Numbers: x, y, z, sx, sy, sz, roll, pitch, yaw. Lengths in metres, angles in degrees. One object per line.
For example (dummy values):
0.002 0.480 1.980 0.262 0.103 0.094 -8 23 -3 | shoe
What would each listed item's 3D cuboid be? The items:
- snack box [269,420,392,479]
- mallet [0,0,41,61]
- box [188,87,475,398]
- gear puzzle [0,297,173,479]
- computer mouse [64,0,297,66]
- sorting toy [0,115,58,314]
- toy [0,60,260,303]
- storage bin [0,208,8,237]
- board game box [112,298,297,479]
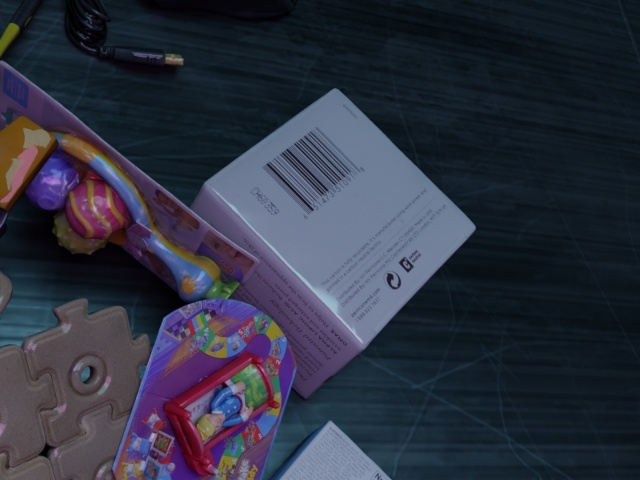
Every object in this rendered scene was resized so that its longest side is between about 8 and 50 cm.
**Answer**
0.060 0.310 0.681 0.322 0.060 0.187 44 53 3 | snack box
-0.277 -0.175 0.827 0.039 0.062 0.189 25 39 -13 | mallet
0.000 0.000 0.800 0.182 0.119 0.181 45 52 4 | box
-0.188 0.131 0.636 0.339 0.044 0.175 -21 109 -41 | gear puzzle
-0.129 -0.250 0.924 0.262 0.060 0.184 3 60 -25 | computer mouse
-0.324 0.014 0.602 0.229 0.041 0.307 34 78 -3 | sorting toy
-0.168 -0.017 0.719 0.237 0.137 0.056 36 59 -3 | toy
-0.290 -0.032 0.683 0.135 0.091 0.098 37 78 -3 | storage bin
-0.071 0.129 0.685 0.133 0.033 0.168 24 81 -39 | board game box
